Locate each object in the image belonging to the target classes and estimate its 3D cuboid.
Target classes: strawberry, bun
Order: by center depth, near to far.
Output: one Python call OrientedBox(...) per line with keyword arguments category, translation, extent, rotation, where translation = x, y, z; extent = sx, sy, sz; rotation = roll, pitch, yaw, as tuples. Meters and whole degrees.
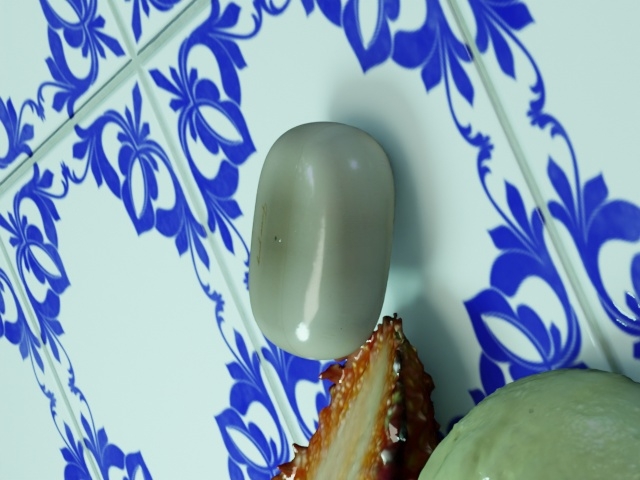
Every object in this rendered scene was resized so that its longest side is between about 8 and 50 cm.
OrientedBox(category="bun", translation=(0.184, 0.283, 1.355), extent=(0.364, 0.202, 0.364), rotation=(33, 135, 41))
OrientedBox(category="strawberry", translation=(0.058, 0.224, 1.574), extent=(0.306, 0.138, 0.233), rotation=(-63, 25, 27))

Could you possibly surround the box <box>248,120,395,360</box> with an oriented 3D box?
OrientedBox(category="box", translation=(0.000, 0.000, 1.544), extent=(0.146, 0.088, 0.200), rotation=(16, 102, 59))
